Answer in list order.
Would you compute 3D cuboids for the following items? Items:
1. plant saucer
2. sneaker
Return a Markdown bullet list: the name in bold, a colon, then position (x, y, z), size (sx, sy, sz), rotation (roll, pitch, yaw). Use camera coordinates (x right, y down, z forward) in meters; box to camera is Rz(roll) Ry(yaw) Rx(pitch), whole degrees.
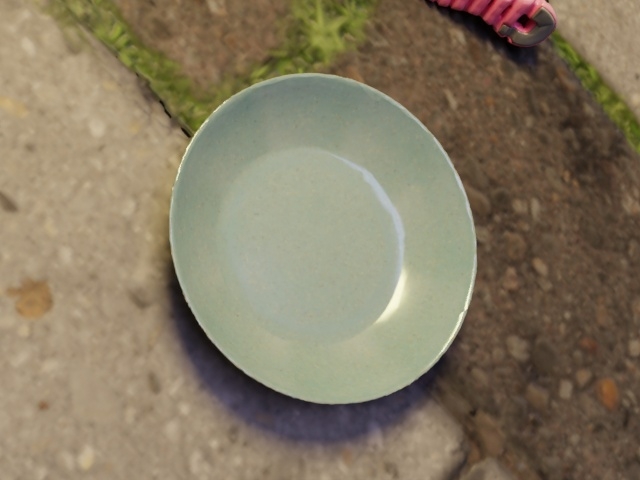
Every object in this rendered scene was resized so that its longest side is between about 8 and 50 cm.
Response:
- **plant saucer**: position (0.000, 0.000, 0.640), size (0.195, 0.037, 0.195), rotation (6, 75, -24)
- **sneaker**: position (0.107, -0.180, 0.733), size (0.119, 0.047, 0.057), rotation (30, 48, -18)
